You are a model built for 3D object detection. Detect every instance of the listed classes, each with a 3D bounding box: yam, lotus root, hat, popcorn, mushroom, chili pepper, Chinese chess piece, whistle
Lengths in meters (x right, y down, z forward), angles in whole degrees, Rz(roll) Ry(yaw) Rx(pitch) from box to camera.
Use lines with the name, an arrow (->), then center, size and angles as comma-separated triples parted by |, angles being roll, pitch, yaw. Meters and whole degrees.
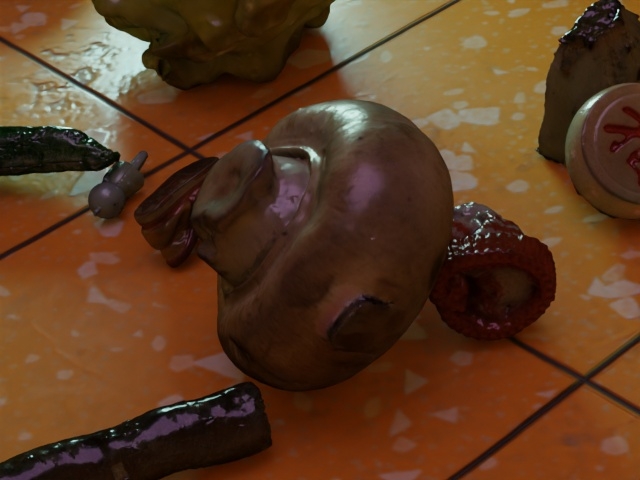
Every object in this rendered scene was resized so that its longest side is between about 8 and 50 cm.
yam -> -0.161, 0.169, 1.354 | 0.252, 0.061, 0.061 | -18, 38, -13
lotus root -> 0.266, -0.148, 1.650 | 0.070, 0.144, 0.143 | 28, 57, 29
hat -> 0.133, 0.010, 1.498 | 0.112, 0.094, 0.162 | 0, 31, -4
popcorn -> -0.089, -0.314, 1.784 | 0.312, 0.312, 0.312 | -4, 37, 3
mushroom -> 0.000, 0.000, 1.406 | 0.255, 0.184, 0.255 | -41, 25, 24
chili pepper -> -0.294, -0.082, 1.691 | 0.226, 0.059, 0.088 | 4, 38, 19
Chinese chess piece -> 0.276, -0.079, 1.571 | 0.122, 0.051, 0.122 | 2, 78, -8
whistle -> -0.187, -0.052, 1.667 | 0.035, 0.035, 0.100 | 10, 39, 20

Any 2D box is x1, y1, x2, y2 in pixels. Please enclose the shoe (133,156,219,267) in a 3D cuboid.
shoe -> -0.117, -0.026, 1.599 | 0.072, 0.069, 0.109 | -12, 20, 34
